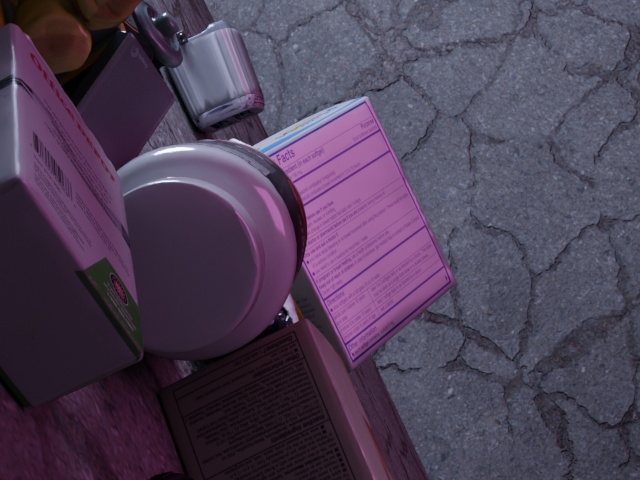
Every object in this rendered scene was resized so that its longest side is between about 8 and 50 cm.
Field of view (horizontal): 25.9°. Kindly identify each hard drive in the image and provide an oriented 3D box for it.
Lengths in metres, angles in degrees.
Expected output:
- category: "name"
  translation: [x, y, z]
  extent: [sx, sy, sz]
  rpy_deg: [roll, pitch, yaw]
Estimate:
- category: "hard drive"
  translation: [-0.186, -0.103, 1.217]
  extent: [0.022, 0.135, 0.094]
  rpy_deg: [17, -25, 32]

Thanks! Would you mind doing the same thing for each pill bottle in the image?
- category: "pill bottle"
  translation: [-0.104, 0.005, 1.181]
  extent: [0.176, 0.176, 0.318]
  rpy_deg: [64, 5, -4]

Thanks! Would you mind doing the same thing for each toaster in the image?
- category: "toaster"
  translation: [-0.168, -0.259, 2.230]
  extent: [0.227, 0.129, 0.146]
  rpy_deg: [-12, 79, -87]

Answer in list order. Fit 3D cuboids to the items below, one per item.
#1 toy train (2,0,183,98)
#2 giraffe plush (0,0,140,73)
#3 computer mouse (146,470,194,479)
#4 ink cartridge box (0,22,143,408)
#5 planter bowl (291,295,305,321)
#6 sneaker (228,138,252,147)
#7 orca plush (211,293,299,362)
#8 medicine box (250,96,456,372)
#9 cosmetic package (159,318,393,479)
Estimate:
- category: "toy train"
  translation: [-0.248, -0.261, 1.327]
  extent: [0.190, 0.142, 0.334]
  rpy_deg: [36, 27, -60]
- category: "giraffe plush"
  translation: [-0.239, -0.231, 1.084]
  extent: [0.170, 0.181, 0.210]
  rpy_deg: [-149, -131, -77]
- category: "computer mouse"
  translation: [-0.123, 0.191, 0.873]
  extent: [0.242, 0.041, 0.071]
  rpy_deg: [9, 71, -78]
- category: "ink cartridge box"
  translation: [-0.191, -0.021, 0.893]
  extent: [0.153, 0.087, 0.208]
  rpy_deg: [61, 7, -35]
- category: "planter bowl"
  translation: [-0.052, 0.143, 1.552]
  extent: [0.217, 0.090, 0.217]
  rpy_deg: [-25, 90, -86]
- category: "sneaker"
  translation: [-0.124, -0.069, 1.955]
  extent: [0.129, 0.111, 0.297]
  rpy_deg: [34, 15, 1]
- category: "orca plush"
  translation: [-0.113, 0.028, 1.452]
  extent: [0.102, 0.151, 0.287]
  rpy_deg: [18, 39, -38]
- category: "medicine box"
  translation: [0.000, 0.000, 1.789]
  extent: [0.263, 0.149, 0.289]
  rpy_deg: [-34, 100, -47]
- category: "cosmetic package"
  translation: [-0.007, 0.238, 1.173]
  extent: [0.129, 0.153, 0.296]
  rpy_deg: [53, 13, -63]
